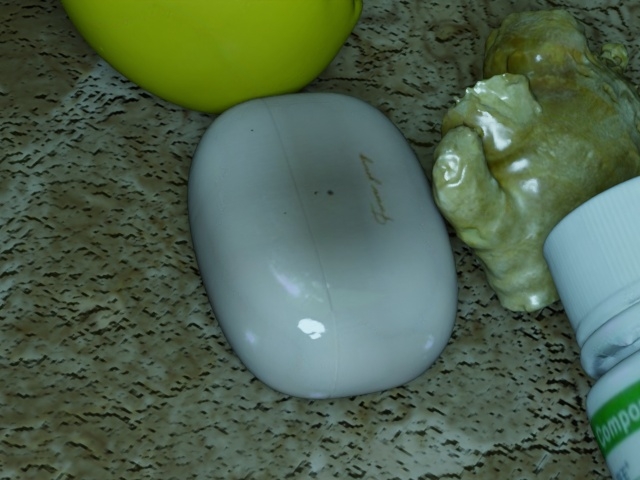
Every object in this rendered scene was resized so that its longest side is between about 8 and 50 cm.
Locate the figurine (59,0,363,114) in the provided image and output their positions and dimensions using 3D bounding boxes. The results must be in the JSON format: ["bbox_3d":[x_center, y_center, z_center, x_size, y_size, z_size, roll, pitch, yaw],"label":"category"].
[{"bbox_3d":[-0.041,-0.247,1.225,0.215,0.187,0.344,33,70,-34],"label":"figurine"}]

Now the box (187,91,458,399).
[{"bbox_3d":[0.000,0.000,1.145,0.146,0.088,0.200,-6,52,-15],"label":"box"}]

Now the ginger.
[{"bbox_3d":[0.140,-0.053,1.189,0.157,0.102,0.216,48,48,-14],"label":"ginger"}]

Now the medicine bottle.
[{"bbox_3d":[0.213,0.086,1.051,0.139,0.139,0.237,-12,68,-18],"label":"medicine bottle"}]
